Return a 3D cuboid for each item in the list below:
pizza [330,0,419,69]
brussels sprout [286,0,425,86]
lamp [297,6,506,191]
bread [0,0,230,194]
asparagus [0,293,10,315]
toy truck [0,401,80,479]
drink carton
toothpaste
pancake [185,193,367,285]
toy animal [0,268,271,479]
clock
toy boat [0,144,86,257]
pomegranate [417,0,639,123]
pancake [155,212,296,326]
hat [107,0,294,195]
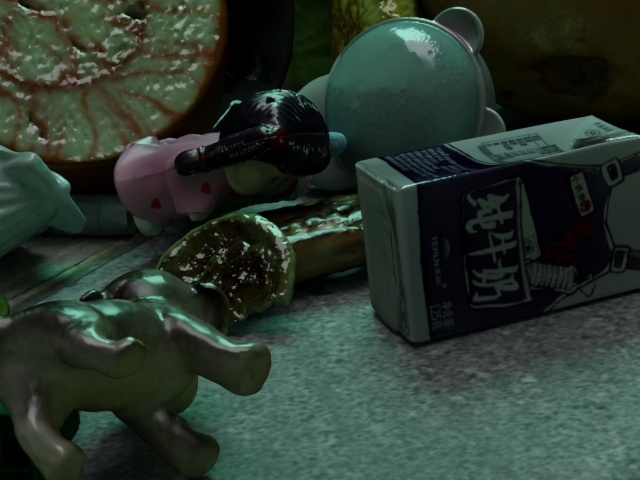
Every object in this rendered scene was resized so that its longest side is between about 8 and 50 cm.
[{"bbox_3d":[0.069,-0.228,1.773,0.087,0.258,0.268,-4,19,-7],"label":"pizza"},{"bbox_3d":[0.026,-0.331,2.054,0.354,0.289,0.281,-21,18,41],"label":"brussels sprout"},{"bbox_3d":[0.063,-0.128,1.616,0.246,0.179,0.108,-17,-14,31],"label":"lamp"},{"bbox_3d":[-0.241,-0.209,1.660,0.295,0.328,0.114,-1,-18,-3],"label":"bread"},{"bbox_3d":[-0.286,0.095,1.325,0.034,0.027,0.236,-10,19,6],"label":"asparagus"},{"bbox_3d":[-0.223,0.119,1.180,0.079,0.065,0.147,-1,20,9],"label":"toy truck"},{"bbox_3d":[0.152,-0.013,1.318,0.222,0.134,0.102,-12,18,-16],"label":"drink carton"},{"bbox_3d":[-0.282,-0.027,1.633,0.194,0.067,0.043,0,52,14],"label":"toothpaste"},{"bbox_3d":[0.000,-0.001,1.458,0.257,0.056,0.212,-7,11,23],"label":"pancake"},{"bbox_3d":[-0.135,0.087,1.113,0.168,0.121,0.233,33,17,28],"label":"toy animal"},{"bbox_3d":[-0.072,-0.077,1.541,0.195,0.100,0.194,-16,-4,27],"label":"clock"},{"bbox_3d":[-0.368,-0.036,1.546,0.290,0.199,0.100,2,55,32],"label":"toy boat"},{"bbox_3d":[0.298,-0.321,1.765,0.411,0.411,0.411,-6,19,2],"label":"pomegranate"},{"bbox_3d":[-0.083,0.028,1.356,0.129,0.022,0.116,-25,56,6],"label":"pancake"},{"bbox_3d":[-0.189,-0.182,1.830,0.336,0.238,0.209,-52,5,-14],"label":"hat"}]
